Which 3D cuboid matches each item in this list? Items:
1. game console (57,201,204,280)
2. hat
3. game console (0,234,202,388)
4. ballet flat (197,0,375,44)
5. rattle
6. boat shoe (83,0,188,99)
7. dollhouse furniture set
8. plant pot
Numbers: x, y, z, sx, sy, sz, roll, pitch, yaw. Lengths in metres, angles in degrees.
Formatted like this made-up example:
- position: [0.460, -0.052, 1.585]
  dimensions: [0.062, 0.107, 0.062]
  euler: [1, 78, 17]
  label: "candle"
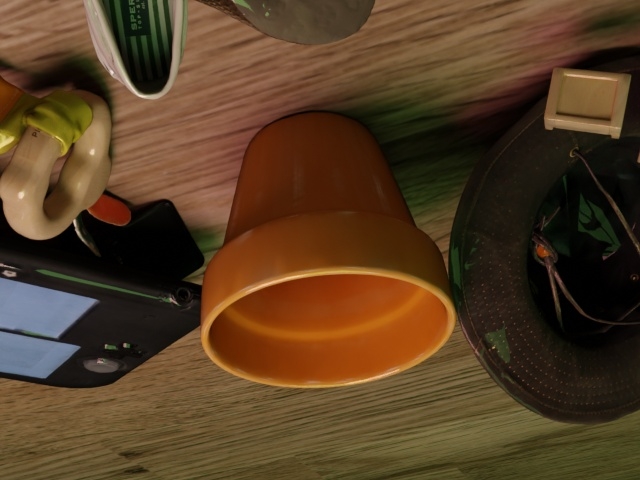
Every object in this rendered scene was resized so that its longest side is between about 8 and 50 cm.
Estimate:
- position: [-0.196, 0.006, 0.817]
  dimensions: [0.107, 0.071, 0.122]
  euler: [16, 152, 22]
  label: "game console"
- position: [0.252, -0.004, 0.731]
  dimensions: [0.331, 0.332, 0.134]
  euler: [3, -174, -13]
  label: "hat"
- position: [-0.347, 0.071, 0.787]
  dimensions: [0.386, 0.060, 0.342]
  euler: [16, 154, -30]
  label: "game console"
- position: [-0.078, -0.189, 0.516]
  dimensions: [0.249, 0.058, 0.084]
  euler: [6, 113, -26]
  label: "ballet flat"
- position: [-0.245, -0.064, 0.660]
  dimensions: [0.142, 0.130, 0.200]
  euler: [8, 172, -1]
  label: "rattle"
- position: [-0.102, -0.187, 0.422]
  dimensions: [0.083, 0.076, 0.226]
  euler: [-17, 124, -13]
  label: "boat shoe"
- position: [0.281, -0.144, 0.606]
  dimensions: [0.181, 0.161, 0.101]
  euler: [11, 175, 20]
  label: "dollhouse furniture set"
- position: [0.000, 0.000, 0.680]
  dimensions: [0.205, 0.188, 0.205]
  euler: [-4, 147, -2]
  label: "plant pot"
